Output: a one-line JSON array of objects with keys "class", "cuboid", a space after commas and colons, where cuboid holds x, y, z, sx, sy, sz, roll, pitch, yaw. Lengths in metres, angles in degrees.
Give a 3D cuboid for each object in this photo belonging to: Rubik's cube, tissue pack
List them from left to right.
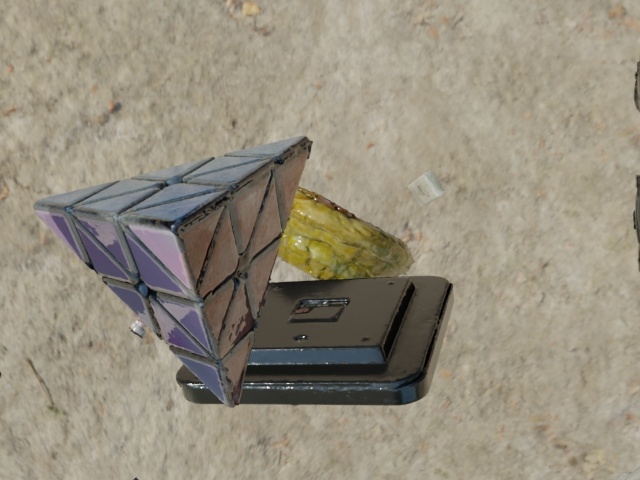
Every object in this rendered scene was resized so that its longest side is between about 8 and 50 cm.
[{"class": "Rubik's cube", "cuboid": [-0.129, -0.014, 0.588, 0.178, 0.190, 0.211, 13, 79, 12]}, {"class": "tissue pack", "cuboid": [0.208, -0.101, 1.709, 0.023, 0.108, 0.056, -35, 88, -15]}]

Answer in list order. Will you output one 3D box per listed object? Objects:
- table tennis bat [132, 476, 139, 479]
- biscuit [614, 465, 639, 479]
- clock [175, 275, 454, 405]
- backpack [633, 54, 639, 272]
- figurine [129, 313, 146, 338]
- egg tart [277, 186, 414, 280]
[{"class": "table tennis bat", "cuboid": [-0.355, 0.441, 1.394, 0.158, 0.014, 0.095, -38, 67, -24]}, {"class": "biscuit", "cuboid": [0.280, 0.164, 0.606, 0.180, 0.208, 0.049, -14, 57, -9]}, {"class": "clock", "cuboid": [0.003, 0.102, 0.999, 0.278, 0.273, 0.049, -3, 110, 17]}, {"class": "backpack", "cuboid": [0.447, -0.075, 0.778, 0.445, 0.254, 0.364, 8, 88, -38]}, {"class": "figurine", "cuboid": [-0.309, 0.122, 1.618, 0.054, 0.072, 0.129, 43, 83, -22]}, {"class": "egg tart", "cuboid": [0.000, 0.000, 1.302, 0.290, 0.290, 0.115, 28, 88, 3]}]
